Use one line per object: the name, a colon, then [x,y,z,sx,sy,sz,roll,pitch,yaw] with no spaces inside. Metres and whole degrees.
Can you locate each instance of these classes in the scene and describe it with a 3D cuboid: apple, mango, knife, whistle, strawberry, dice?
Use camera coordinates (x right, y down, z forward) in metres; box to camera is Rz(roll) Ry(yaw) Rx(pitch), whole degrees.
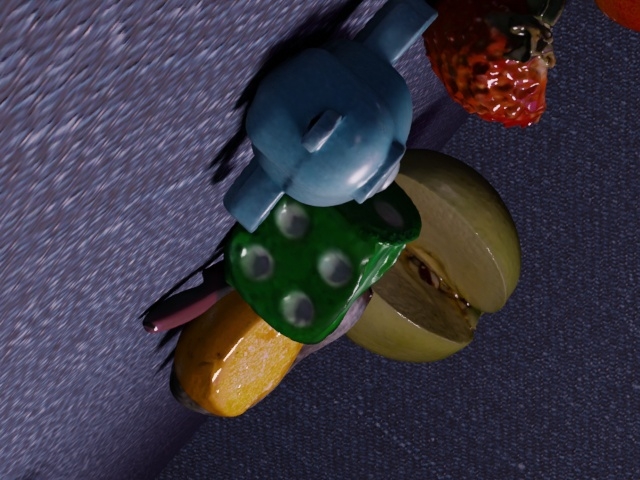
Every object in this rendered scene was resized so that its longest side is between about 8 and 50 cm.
apple: [0.129,0.024,2.110,0.292,0.254,0.292,-47,-179,2]
mango: [-0.060,0.065,1.503,0.217,0.102,0.141,-51,153,-9]
knife: [-0.087,0.036,1.315,0.247,0.035,0.018,-32,136,-62]
whistle: [0.013,-0.071,0.963,0.186,0.093,0.274,-49,180,7]
strawberry: [0.137,-0.181,1.271,0.236,0.106,0.175,-11,106,-86]
dice: [0.000,0.000,1.313,0.128,0.120,0.131,-49,174,29]

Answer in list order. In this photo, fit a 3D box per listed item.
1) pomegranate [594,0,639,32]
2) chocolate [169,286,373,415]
pomegranate: [0.472,-0.390,2.176,0.221,0.221,0.256,-48,-155,-1]
chocolate: [-0.053,0.100,1.667,0.248,0.110,0.110,-39,176,-1]
